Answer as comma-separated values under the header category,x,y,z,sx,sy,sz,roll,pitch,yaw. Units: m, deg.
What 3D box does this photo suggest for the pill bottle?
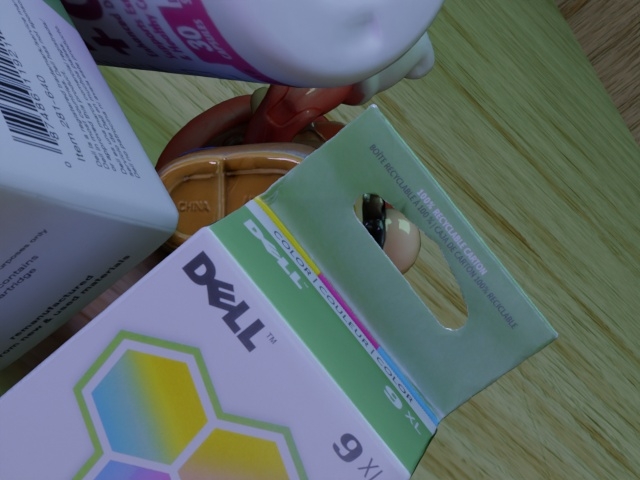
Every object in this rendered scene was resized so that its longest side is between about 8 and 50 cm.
category,x,y,z,sx,sy,sz,roll,pitch,yaw
pill bottle,-0.086,-0.160,0.761,0.283,0.160,0.160,11,-17,44

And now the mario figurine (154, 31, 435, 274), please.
category,x,y,z,sx,sy,sz,roll,pitch,yaw
mario figurine,0.000,0.000,0.803,0.170,0.198,0.320,53,11,-6

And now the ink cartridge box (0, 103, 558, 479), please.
category,x,y,z,sx,sy,sz,roll,pitch,yaw
ink cartridge box,-0.033,0.061,0.573,0.109,0.209,0.062,51,16,0

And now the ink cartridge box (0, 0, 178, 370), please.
category,x,y,z,sx,sy,sz,roll,pitch,yaw
ink cartridge box,-0.202,-0.071,0.564,0.201,0.117,0.278,59,19,21
